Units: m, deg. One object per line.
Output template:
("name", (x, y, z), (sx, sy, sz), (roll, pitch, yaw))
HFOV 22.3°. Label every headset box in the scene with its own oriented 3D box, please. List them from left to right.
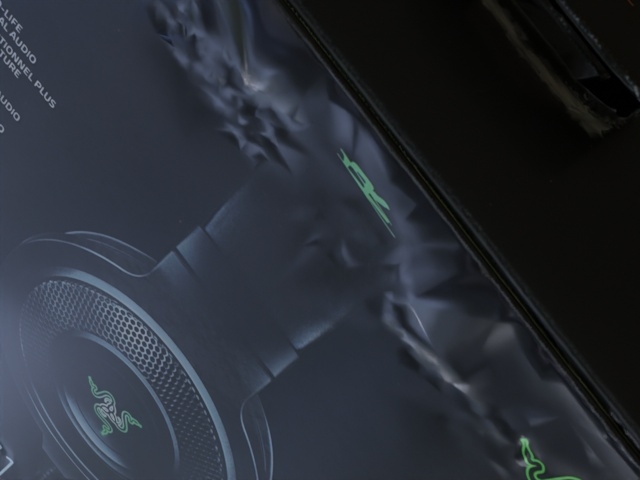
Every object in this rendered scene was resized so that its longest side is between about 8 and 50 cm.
("headset box", (0.000, 0.000, 0.467), (0.131, 0.283, 0.246), (-36, -93, -38))
